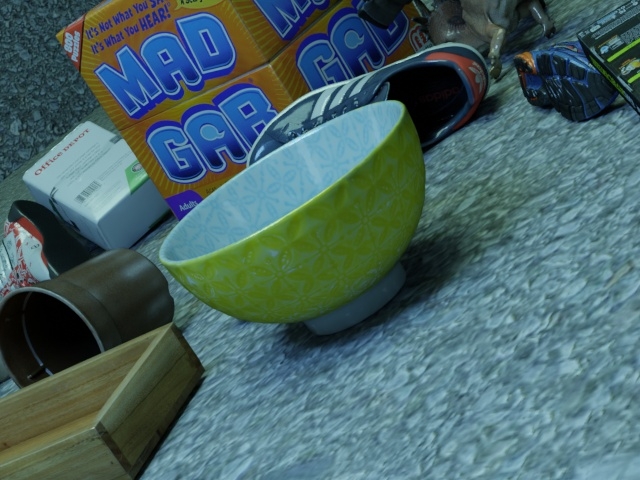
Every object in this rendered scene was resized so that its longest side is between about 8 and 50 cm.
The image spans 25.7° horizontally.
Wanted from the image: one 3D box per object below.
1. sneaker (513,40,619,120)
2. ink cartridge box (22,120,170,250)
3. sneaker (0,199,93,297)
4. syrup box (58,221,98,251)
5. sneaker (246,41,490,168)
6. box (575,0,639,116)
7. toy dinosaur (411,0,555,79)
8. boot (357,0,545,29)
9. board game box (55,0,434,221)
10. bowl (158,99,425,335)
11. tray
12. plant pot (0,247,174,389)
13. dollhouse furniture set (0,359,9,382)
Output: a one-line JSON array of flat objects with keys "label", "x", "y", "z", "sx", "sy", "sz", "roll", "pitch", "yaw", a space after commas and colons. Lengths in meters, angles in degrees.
[{"label": "sneaker", "x": 0.291, "y": -0.196, "z": 1.601, "sx": 0.087, "sy": 0.083, "sz": 0.221, "roll": -25, "pitch": 18, "yaw": -5}, {"label": "ink cartridge box", "x": -0.362, "y": -0.089, "z": 2.330, "sx": 0.219, "sy": 0.092, "sz": 0.160, "roll": 28, "pitch": 63, "yaw": 40}, {"label": "sneaker", "x": -0.449, "y": 0.057, "z": 2.273, "sx": 0.270, "sy": 0.090, "sz": 0.145, "roll": 44, "pitch": 120, "yaw": 46}, {"label": "syrup box", "x": -0.402, "y": -0.045, "z": 2.465, "sx": 0.237, "sy": 0.093, "sz": 0.096, "roll": -34, "pitch": 16, "yaw": -6}, {"label": "sneaker", "x": 0.054, "y": -0.150, "z": 1.817, "sx": 0.350, "sy": 0.131, "sz": 0.148, "roll": -29, "pitch": 11, "yaw": 12}, {"label": "box", "x": 0.379, "y": -0.208, "z": 1.420, "sx": 0.191, "sy": 0.045, "sz": 0.184, "roll": -32, "pitch": 38, "yaw": 4}, {"label": "toy dinosaur", "x": 0.227, "y": -0.355, "z": 1.960, "sx": 0.127, "sy": 0.295, "sz": 0.200, "roll": -14, "pitch": 40, "yaw": -44}, {"label": "boot", "x": 0.168, "y": -0.391, "z": 2.080, "sx": 0.223, "sy": 0.338, "sz": 0.118, "roll": -40, "pitch": 44, "yaw": 18}, {"label": "board game box", "x": -0.104, "y": -0.301, "z": 2.179, "sx": 0.356, "sy": 0.356, "sz": 0.356, "roll": -17, "pitch": 22, "yaw": 43}, {"label": "bowl", "x": 0.000, "y": 0.000, "z": 1.410, "sx": 0.289, "sy": 0.156, "sz": 0.289, "roll": -30, "pitch": 15, "yaw": 9}, {"label": "tray", "x": -0.331, "y": 0.233, "z": 1.500, "sx": 0.411, "sy": 0.076, "sz": 0.203, "roll": -23, "pitch": 17, "yaw": 27}, {"label": "plant pot", "x": -0.269, "y": 0.095, "z": 1.661, "sx": 0.167, "sy": 0.167, "sz": 0.165, "roll": -20, "pitch": 12, "yaw": 38}, {"label": "dollhouse furniture set", "x": -0.504, "y": 0.198, "z": 1.984, "sx": 0.161, "sy": 0.101, "sz": 0.182, "roll": -54, "pitch": 11, "yaw": 15}]
